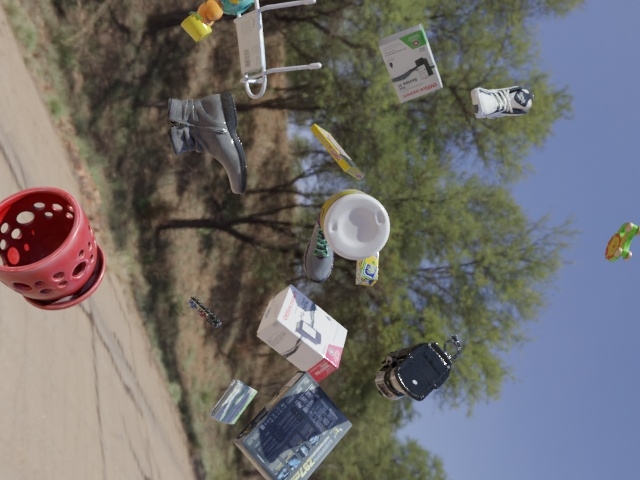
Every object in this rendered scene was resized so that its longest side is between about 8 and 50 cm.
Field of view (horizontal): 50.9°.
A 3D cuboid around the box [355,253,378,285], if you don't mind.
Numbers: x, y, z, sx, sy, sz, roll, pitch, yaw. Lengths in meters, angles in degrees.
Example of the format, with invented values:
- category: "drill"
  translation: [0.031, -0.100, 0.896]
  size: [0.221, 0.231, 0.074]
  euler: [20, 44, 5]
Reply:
- category: "box"
  translation: [0.138, 0.044, 1.980]
  size: [0.059, 0.054, 0.169]
  euler: [116, -21, -65]

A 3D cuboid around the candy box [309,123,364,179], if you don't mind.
- category: "candy box"
  translation: [0.052, -0.277, 2.110]
  size: [0.206, 0.027, 0.105]
  euler: [53, 15, 27]

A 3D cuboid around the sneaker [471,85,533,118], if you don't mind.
- category: "sneaker"
  translation: [0.545, -0.415, 1.990]
  size: [0.235, 0.153, 0.094]
  euler: [3, 78, -60]

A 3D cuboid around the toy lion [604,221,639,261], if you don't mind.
- category: "toy lion"
  translation: [0.709, 0.005, 1.591]
  size: [0.096, 0.034, 0.100]
  euler: [-80, -169, -83]

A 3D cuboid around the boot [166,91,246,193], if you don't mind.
- category: "boot"
  translation: [-0.362, -0.295, 2.141]
  size: [0.118, 0.222, 0.338]
  euler: [-150, -132, -74]

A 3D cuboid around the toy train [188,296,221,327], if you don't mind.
- category: "toy train"
  translation: [-0.383, 0.235, 2.204]
  size: [0.158, 0.036, 0.027]
  euler: [37, -16, 32]

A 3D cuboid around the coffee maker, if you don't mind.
- category: "coffee maker"
  translation: [0.228, 0.303, 1.574]
  size: [0.178, 0.171, 0.120]
  euler: [132, -58, -72]

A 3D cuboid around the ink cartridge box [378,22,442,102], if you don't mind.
- category: "ink cartridge box"
  translation: [0.297, -0.578, 2.208]
  size: [0.087, 0.153, 0.208]
  euler: [-82, 149, -58]

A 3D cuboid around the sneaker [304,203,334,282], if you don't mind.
- category: "sneaker"
  translation: [0.000, 0.000, 1.836]
  size: [0.098, 0.083, 0.224]
  euler: [85, 13, -65]

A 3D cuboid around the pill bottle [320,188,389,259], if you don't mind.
- category: "pill bottle"
  translation: [0.059, -0.036, 1.272]
  size: [0.208, 0.119, 0.119]
  euler: [-109, -172, -82]

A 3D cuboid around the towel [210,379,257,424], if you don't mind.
- category: "towel"
  translation: [-0.223, 0.415, 1.723]
  size: [0.023, 0.113, 0.152]
  euler: [34, -11, 22]

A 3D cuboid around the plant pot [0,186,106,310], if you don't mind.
- category: "plant pot"
  translation: [-0.507, 0.023, 1.247]
  size: [0.174, 0.191, 0.191]
  euler: [84, -10, -55]

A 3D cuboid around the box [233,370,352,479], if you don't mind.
- category: "box"
  translation: [-0.061, 0.453, 1.585]
  size: [0.183, 0.232, 0.059]
  euler: [51, -26, -10]

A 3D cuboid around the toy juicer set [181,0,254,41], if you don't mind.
- category: "toy juicer set"
  translation: [-0.216, -0.662, 1.774]
  size: [0.089, 0.329, 0.209]
  euler: [55, -17, -10]

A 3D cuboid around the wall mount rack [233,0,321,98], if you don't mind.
- category: "wall mount rack"
  translation: [-0.152, -0.640, 2.171]
  size: [0.304, 0.130, 0.350]
  euler: [-1, -83, 47]

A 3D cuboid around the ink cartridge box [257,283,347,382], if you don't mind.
- category: "ink cartridge box"
  translation: [-0.051, 0.270, 1.973]
  size: [0.237, 0.100, 0.172]
  euler: [40, 32, -14]
